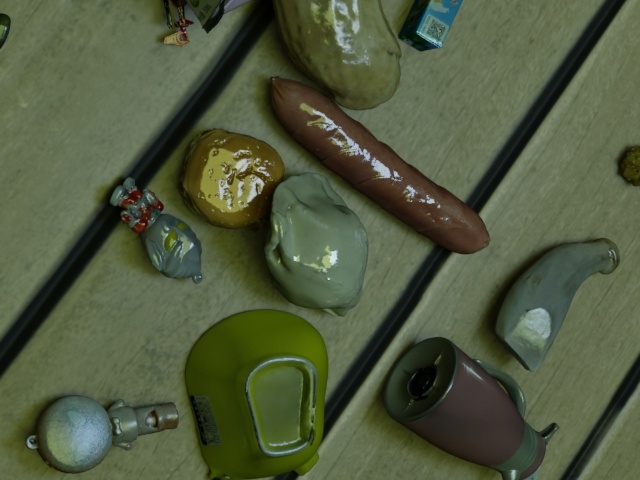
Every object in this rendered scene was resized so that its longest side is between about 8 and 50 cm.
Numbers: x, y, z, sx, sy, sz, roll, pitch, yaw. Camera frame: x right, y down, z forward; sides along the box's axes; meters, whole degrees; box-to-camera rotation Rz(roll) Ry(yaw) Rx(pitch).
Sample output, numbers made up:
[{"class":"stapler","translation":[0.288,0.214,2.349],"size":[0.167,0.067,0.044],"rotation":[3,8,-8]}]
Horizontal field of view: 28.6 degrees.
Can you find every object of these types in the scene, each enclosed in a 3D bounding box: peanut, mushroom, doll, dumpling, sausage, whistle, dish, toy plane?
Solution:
[{"class":"peanut","translation":[0.008,-0.346,1.781],"size":[0.174,0.158,0.340],"rotation":[-26,111,-50]},{"class":"mushroom","translation":[0.374,0.079,2.000],"size":[0.270,0.103,0.118],"rotation":[-47,109,-19]},{"class":"doll","translation":[-0.223,-0.009,1.750],"size":[0.180,0.079,0.094],"rotation":[50,43,-13]},{"class":"dumpling","translation":[0.000,0.000,1.808],"size":[0.258,0.147,0.193],"rotation":[38,56,-49]},{"class":"sausage","translation":[0.087,-0.103,1.869],"size":[0.433,0.088,0.088],"rotation":[36,80,-21]},{"class":"whistle","translation":[-0.303,0.261,1.743],"size":[0.220,0.057,0.107],"rotation":[-9,84,-27]},{"class":"dish","translation":[-0.072,0.235,1.811],"size":[0.221,0.108,0.263],"rotation":[-5,96,-22]},{"class":"toy plane","translation":[-0.197,-0.343,1.751],"size":[0.060,0.037,0.145],"rotation":[-5,95,-19]}]

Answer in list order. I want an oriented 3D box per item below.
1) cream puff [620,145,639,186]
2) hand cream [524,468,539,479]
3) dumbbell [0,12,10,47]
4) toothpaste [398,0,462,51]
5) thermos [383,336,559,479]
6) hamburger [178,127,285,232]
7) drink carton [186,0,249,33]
[{"class":"cream puff","translation":[0.540,-0.122,2.077],"size":[0.083,0.058,0.083],"rotation":[-46,108,-16]},{"class":"hand cream","translation":[0.320,0.431,2.040],"size":[0.052,0.038,0.216],"rotation":[20,80,-48]},{"class":"dumbbell","translation":[-0.465,-0.288,1.634],"size":[0.118,0.046,0.052],"rotation":[20,91,-24]},{"class":"toothpaste","translation":[0.203,-0.416,1.906],"size":[0.050,0.065,0.267],"rotation":[27,84,-20]},{"class":"thermos","translation":[0.241,0.265,1.943],"size":[0.265,0.146,0.176],"rotation":[37,54,-30]},{"class":"hamburger","translation":[-0.126,-0.085,1.778],"size":[0.147,0.083,0.138],"rotation":[19,91,-21]},{"class":"drink carton","translation":[-0.166,-0.429,1.660],"size":[0.108,0.161,0.271],"rotation":[-33,92,-19]}]
